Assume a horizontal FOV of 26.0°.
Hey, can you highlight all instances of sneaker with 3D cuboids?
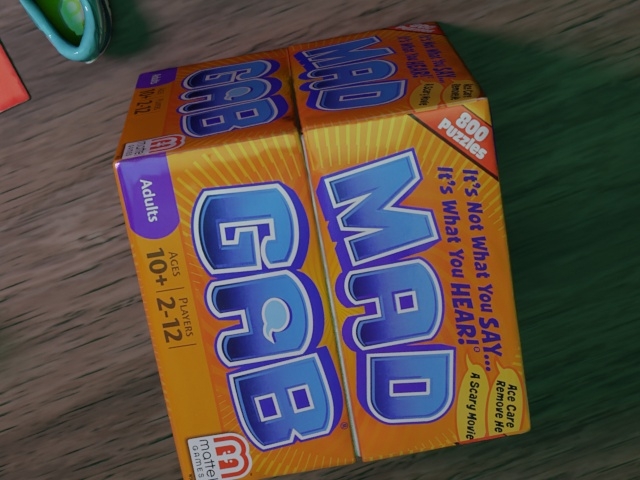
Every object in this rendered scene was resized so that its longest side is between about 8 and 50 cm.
[{"bbox_3d":[-0.305,-0.317,1.490,0.107,0.110,0.275,-27,108,7],"label":"sneaker"}]

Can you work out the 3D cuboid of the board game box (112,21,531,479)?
[{"bbox_3d":[0.000,0.000,1.491,0.356,0.356,0.356,-10,111,1],"label":"board game box"}]

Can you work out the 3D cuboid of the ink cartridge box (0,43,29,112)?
[{"bbox_3d":[-0.510,-0.223,1.536,0.261,0.066,0.296,-24,110,7],"label":"ink cartridge box"}]
